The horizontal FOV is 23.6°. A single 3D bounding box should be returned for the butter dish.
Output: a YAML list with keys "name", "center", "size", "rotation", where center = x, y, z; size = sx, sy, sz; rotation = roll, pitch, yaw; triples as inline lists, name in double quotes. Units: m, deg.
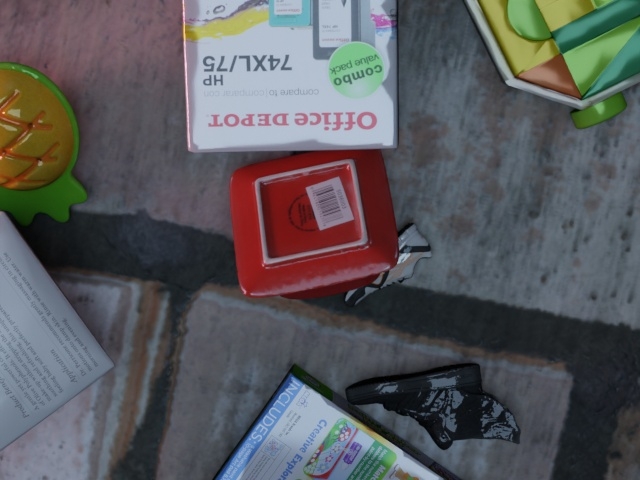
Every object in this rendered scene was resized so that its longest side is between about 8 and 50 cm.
- name: "butter dish"
  center: [0.000, 0.000, 1.531]
  size: [0.160, 0.118, 0.160]
  rotation: [-12, 56, 5]

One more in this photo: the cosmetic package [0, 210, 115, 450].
- name: "cosmetic package"
  center: [-0.406, 0.152, 1.489]
  size: [0.366, 0.155, 0.197]
  rotation: [-35, 96, -11]

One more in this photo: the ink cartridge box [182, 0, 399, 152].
- name: "ink cartridge box"
  center: [-0.024, -0.224, 1.453]
  size: [0.198, 0.197, 0.270]
  rotation: [-1, 98, 2]

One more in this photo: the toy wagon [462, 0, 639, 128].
- name: "toy wagon"
  center: [0.311, -0.282, 1.500]
  size: [0.344, 0.068, 0.267]
  rotation: [-26, 96, 5]

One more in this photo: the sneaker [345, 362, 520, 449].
- name: "sneaker"
  center: [0.116, 0.178, 1.577]
  size: [0.170, 0.051, 0.089]
  rotation: [-10, 93, 0]

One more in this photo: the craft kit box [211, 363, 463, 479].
- name: "craft kit box"
  center: [0.002, 0.299, 1.597]
  size: [0.247, 0.061, 0.250]
  rotation: [36, 97, -1]

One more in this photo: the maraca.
- name: "maraca"
  center: [-0.300, -0.095, 1.534]
  size: [0.127, 0.099, 0.185]
  rotation: [-3, 123, 12]

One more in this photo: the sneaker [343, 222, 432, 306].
- name: "sneaker"
  center: [0.069, 0.033, 1.565]
  size: [0.109, 0.040, 0.044]
  rotation: [-43, 97, 7]
